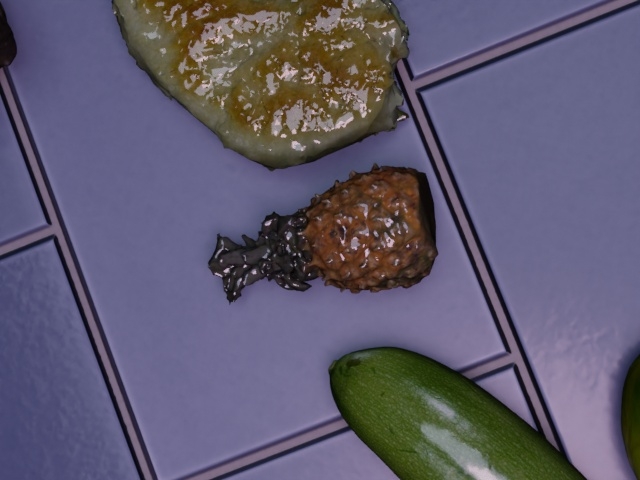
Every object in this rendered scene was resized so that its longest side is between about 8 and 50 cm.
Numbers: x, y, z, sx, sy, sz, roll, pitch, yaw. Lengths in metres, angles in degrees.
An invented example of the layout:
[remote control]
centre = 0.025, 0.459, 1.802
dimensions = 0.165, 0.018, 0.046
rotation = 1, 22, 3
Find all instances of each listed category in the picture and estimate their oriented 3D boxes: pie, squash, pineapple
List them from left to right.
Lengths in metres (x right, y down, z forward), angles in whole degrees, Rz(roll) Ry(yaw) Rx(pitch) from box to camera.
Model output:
[pie]
centre = -0.035, -0.246, 1.204
dimensions = 0.297, 0.078, 0.371
rotation = 12, 85, 6
[pineapple]
centre = 0.000, 0.000, 1.170
dimensions = 0.198, 0.108, 0.108
rotation = -12, 84, 14
[squash]
centre = 0.166, 0.219, 1.127
dimensions = 0.395, 0.107, 0.107
rotation = 44, 90, 9

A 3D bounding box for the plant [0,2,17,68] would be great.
[plant]
centre = -0.393, -0.264, 1.191
dimensions = 0.194, 0.181, 0.320
rotation = -33, 87, 2

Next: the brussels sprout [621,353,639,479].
[brussels sprout]
centre = 0.319, 0.151, 1.096
dimensions = 0.161, 0.144, 0.180
rotation = -38, 80, 17
